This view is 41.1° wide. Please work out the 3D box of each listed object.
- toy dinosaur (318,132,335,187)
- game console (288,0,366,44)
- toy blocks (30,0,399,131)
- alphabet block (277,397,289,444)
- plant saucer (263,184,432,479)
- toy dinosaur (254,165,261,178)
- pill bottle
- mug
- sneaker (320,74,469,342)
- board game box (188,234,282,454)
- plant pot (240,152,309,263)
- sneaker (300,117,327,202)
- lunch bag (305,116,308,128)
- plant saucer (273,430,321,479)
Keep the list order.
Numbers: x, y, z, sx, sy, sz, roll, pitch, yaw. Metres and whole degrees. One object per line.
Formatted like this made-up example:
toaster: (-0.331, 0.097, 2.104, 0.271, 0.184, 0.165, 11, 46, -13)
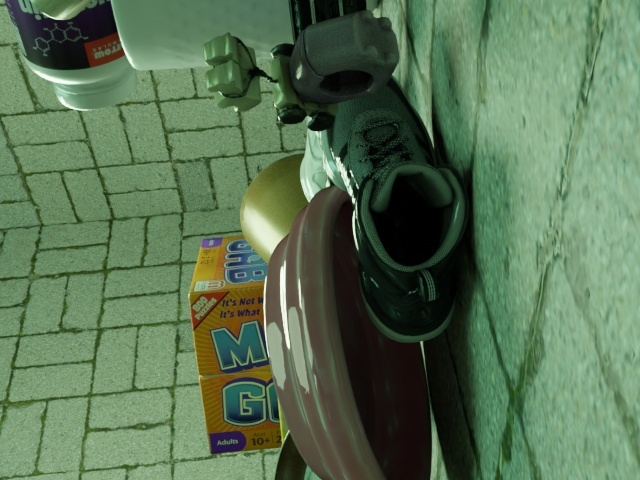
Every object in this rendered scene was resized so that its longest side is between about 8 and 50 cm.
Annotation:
toy dinosaur: (0.040, -0.111, 0.998, 0.313, 0.121, 0.160, -78, -30, -81)
game console: (-0.012, -0.311, 0.847, 0.044, 0.213, 0.361, 22, 128, 46)
toy blocks: (-0.026, -0.279, 0.561, 0.260, 0.289, 0.309, -22, 70, 44)
alphabet block: (0.022, 0.285, 1.575, 0.192, 0.197, 0.193, -110, 15, -83)
plant saucer: (0.030, 0.111, 0.861, 0.332, 0.084, 0.332, -13, -90, -73)
toy dinosaur: (-0.037, -0.107, 1.769, 0.296, 0.200, 0.127, -16, -85, -67)
pill bottle: (-0.350, -0.350, 1.195, 0.181, 0.181, 0.323, -97, 1, -46)
mug: (-0.098, -0.411, 1.152, 0.276, 0.328, 0.374, 87, 178, -49)
sneaker: (0.063, -0.057, 0.715, 0.153, 0.101, 0.268, 91, 168, -71)
board game box: (-0.073, 0.199, 1.843, 0.356, 0.357, 0.356, -101, 5, -72)
plant pot: (0.000, 0.000, 1.552, 0.254, 0.237, 0.237, -124, 25, -55)
sneaker: (0.029, -0.160, 1.263, 0.152, 0.114, 0.305, 130, 132, -71)
lunch bag: (0.013, -0.323, 1.460, 0.224, 0.108, 0.279, -108, 11, -65)
plant saucer: (0.042, 0.376, 1.199, 0.311, 0.050, 0.310, -14, 72, 47)
